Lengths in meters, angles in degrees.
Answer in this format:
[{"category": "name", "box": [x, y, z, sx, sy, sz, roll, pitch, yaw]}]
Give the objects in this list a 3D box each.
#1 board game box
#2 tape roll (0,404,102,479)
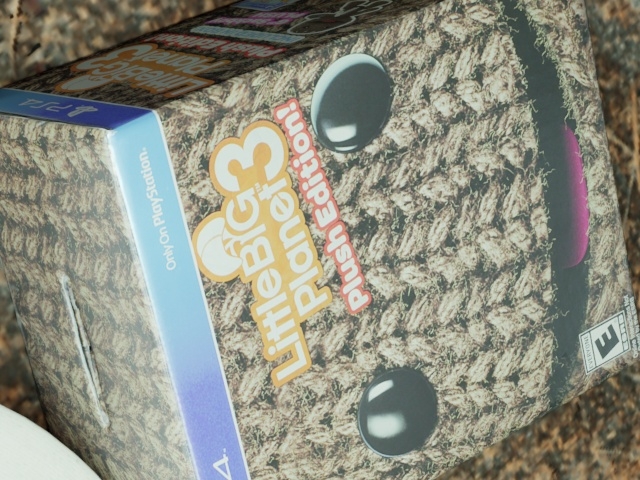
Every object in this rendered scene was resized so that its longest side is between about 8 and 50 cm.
[{"category": "board game box", "box": [0.000, 0.000, 0.970, 0.291, 0.141, 0.232, -26, 112, -33]}, {"category": "tape roll", "box": [-0.214, 0.247, 0.806, 0.392, 0.072, 0.392, 4, 84, -44]}]
